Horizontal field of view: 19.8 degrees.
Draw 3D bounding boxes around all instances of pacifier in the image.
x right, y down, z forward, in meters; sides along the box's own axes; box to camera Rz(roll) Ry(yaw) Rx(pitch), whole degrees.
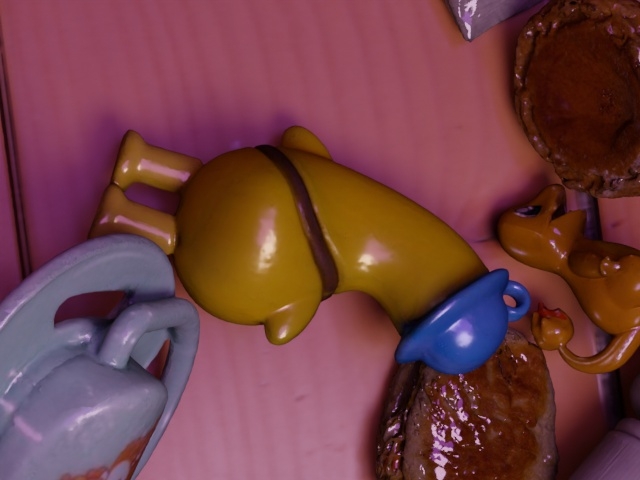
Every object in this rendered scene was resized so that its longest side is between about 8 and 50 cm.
[{"bbox_3d":[-0.248,0.115,1.438,0.269,0.288,0.343,38,108,25],"label":"pacifier"}]

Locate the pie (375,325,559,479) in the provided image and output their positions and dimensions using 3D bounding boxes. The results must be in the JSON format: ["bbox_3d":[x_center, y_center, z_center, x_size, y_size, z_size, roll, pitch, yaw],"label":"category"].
[{"bbox_3d":[0.132,0.165,1.568,0.163,0.079,0.193,13,82,-19],"label":"pie"}]

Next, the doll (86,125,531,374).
[{"bbox_3d":[0.000,0.000,1.502,0.363,0.145,0.199,17,66,-4],"label":"doll"}]

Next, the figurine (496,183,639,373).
[{"bbox_3d":[0.217,0.037,1.567,0.176,0.121,0.122,39,96,25],"label":"figurine"}]

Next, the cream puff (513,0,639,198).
[{"bbox_3d":[0.279,-0.140,1.576,0.169,0.183,0.183,-23,94,-39],"label":"cream puff"}]

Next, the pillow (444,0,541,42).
[{"bbox_3d":[0.192,-0.283,1.606,0.229,0.050,0.148,-25,100,-11],"label":"pillow"}]

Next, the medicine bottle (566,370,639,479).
[{"bbox_3d":[0.375,0.150,1.551,0.208,0.208,0.340,44,81,-8],"label":"medicine bottle"}]
